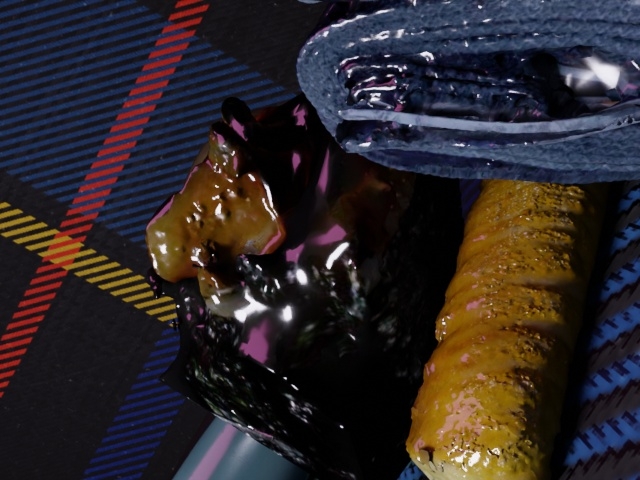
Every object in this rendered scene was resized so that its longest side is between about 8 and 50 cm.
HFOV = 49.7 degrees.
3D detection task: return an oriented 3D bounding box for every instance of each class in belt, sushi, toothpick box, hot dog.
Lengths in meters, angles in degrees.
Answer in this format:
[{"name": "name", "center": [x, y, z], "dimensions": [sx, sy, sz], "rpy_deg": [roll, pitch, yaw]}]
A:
[{"name": "belt", "center": [0.098, -0.088, 0.339], "dimensions": [0.128, 0.218, 0.122], "rpy_deg": [-71, -21, -45]}, {"name": "sushi", "center": [0.001, -0.001, 0.478], "dimensions": [0.227, 0.215, 0.212], "rpy_deg": [-44, -43, -31]}, {"name": "toothpick box", "center": [-0.077, 0.234, 0.675], "dimensions": [0.184, 0.120, 0.120], "rpy_deg": [-59, 5, -14]}, {"name": "hot dog", "center": [0.114, 0.007, 0.391], "dimensions": [0.083, 0.068, 0.289], "rpy_deg": [-41, 18, 53]}]

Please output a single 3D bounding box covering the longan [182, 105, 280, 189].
[{"name": "longan", "center": [-0.038, -0.017, 0.824], "dimensions": [0.288, 0.288, 0.350], "rpy_deg": [-59, 15, 19]}]
